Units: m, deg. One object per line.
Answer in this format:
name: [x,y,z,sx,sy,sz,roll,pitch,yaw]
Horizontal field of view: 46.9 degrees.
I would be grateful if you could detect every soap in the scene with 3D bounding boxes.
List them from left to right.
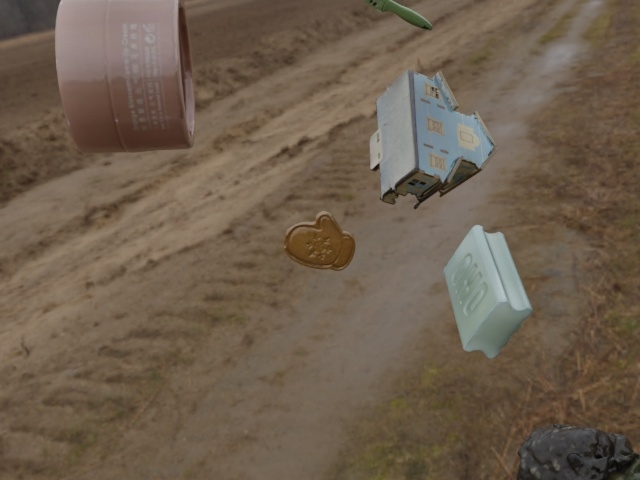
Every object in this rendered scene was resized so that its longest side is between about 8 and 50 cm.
soap: [0.268,0.080,1.203,0.067,0.119,0.198,20,33,-16]

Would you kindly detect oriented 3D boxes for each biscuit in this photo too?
biscuit: [0.000,0.001,1.430,0.140,0.118,0.023,7,22,-7]

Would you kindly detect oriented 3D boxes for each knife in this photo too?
knife: [0.107,-0.380,1.193,0.207,0.014,0.030,16,-39,-37]

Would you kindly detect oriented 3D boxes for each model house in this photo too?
model house: [0.225,-0.179,1.463,0.206,0.271,0.178,12,-31,-26]

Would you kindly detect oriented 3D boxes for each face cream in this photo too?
face cream: [-0.178,-0.158,0.697,0.104,0.149,0.149,-4,20,-5]

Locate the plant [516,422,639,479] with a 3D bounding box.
plant: [0.603,0.520,1.603,0.213,0.215,0.312,15,-8,-28]
